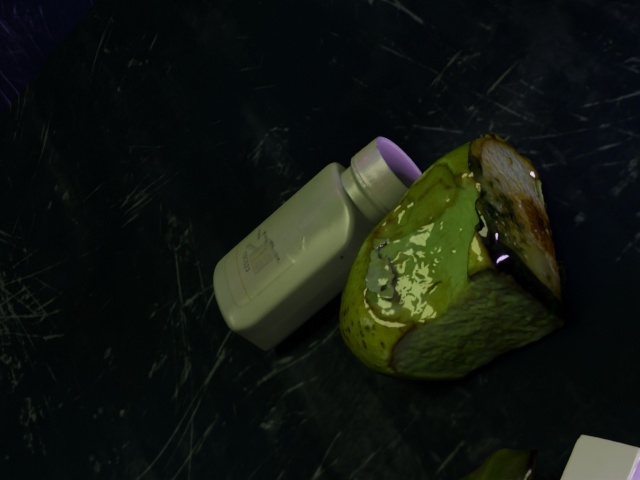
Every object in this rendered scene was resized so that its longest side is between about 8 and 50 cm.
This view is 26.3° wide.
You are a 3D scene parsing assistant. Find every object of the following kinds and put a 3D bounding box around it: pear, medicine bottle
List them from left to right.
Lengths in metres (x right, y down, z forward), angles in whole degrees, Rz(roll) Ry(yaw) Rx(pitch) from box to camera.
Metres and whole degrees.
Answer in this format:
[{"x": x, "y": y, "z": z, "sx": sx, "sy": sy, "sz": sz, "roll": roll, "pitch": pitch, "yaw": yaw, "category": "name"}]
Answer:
[{"x": 0.000, "y": 0.000, "z": 1.746, "sx": 0.296, "sy": 0.111, "sz": 0.161, "roll": -42, "pitch": 36, "yaw": 19, "category": "medicine bottle"}, {"x": 0.127, "y": 0.023, "z": 1.522, "sx": 0.255, "sy": 0.164, "sz": 0.238, "roll": -33, "pitch": 40, "yaw": 30, "category": "pear"}]

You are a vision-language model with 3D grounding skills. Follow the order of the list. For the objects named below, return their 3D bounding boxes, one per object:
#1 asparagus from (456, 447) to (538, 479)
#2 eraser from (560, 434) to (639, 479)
[{"x": 0.098, "y": 0.291, "z": 1.380, "sx": 0.343, "sy": 0.085, "sz": 0.082, "roll": -32, "pitch": 45, "yaw": 36, "category": "asparagus"}, {"x": 0.219, "y": 0.325, "z": 1.203, "sx": 0.078, "sy": 0.076, "sz": 0.298, "roll": 6, "pitch": 65, "yaw": 53, "category": "eraser"}]
